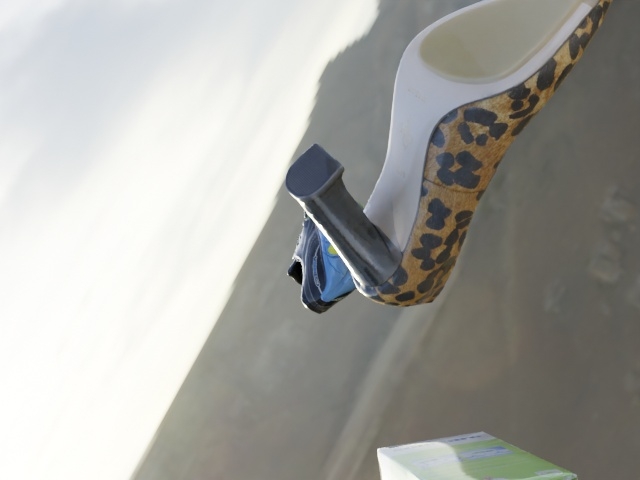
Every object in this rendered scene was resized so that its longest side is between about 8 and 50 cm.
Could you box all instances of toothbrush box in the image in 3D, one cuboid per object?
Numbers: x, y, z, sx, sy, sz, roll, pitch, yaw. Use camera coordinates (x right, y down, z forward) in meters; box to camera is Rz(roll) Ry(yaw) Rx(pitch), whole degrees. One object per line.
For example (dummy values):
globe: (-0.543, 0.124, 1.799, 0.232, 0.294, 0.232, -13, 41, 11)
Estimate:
toothbrush box: (0.149, 0.303, 1.305, 0.283, 0.122, 0.206, 174, 87, -79)

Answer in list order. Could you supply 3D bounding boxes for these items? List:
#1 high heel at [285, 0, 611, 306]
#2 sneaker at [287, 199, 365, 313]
high heel: (0.115, -0.064, 0.999, 0.261, 0.093, 0.186, -36, -41, 3)
sneaker: (0.000, 0.000, 1.267, 0.078, 0.067, 0.188, -48, 20, 21)
